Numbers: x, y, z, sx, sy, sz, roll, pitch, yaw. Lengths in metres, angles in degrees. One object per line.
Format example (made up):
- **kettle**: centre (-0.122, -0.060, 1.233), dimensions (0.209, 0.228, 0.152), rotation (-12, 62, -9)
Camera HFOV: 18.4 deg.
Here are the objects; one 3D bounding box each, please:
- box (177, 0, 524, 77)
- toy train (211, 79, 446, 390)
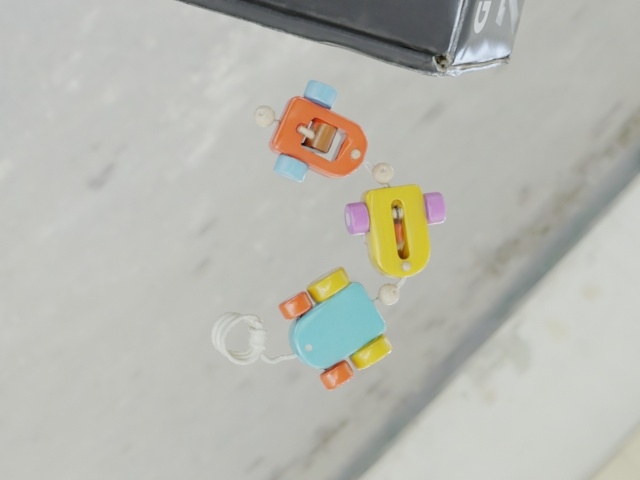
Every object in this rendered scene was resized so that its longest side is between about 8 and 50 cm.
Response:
- **box**: centre (-0.043, -0.233, 0.649), dimensions (0.073, 0.293, 0.296), rotation (-17, 124, -63)
- **toy train**: centre (0.000, 0.000, 1.133), dimensions (0.046, 0.125, 0.166), rotation (171, -62, -77)
